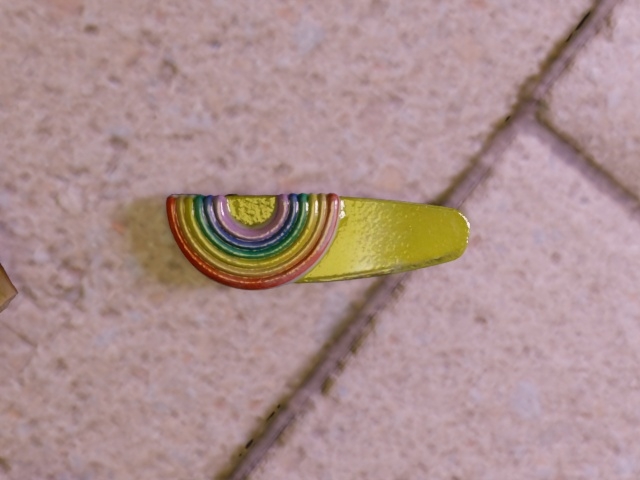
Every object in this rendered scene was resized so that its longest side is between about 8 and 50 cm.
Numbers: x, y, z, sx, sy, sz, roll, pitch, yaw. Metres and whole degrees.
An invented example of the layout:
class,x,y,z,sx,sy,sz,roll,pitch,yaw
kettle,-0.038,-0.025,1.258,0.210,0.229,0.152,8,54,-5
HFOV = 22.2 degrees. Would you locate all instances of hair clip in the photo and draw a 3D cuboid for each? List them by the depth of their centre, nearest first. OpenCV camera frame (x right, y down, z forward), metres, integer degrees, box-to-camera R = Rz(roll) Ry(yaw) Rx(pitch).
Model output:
class,x,y,z,sx,sy,sz,roll,pitch,yaw
hair clip,0.000,0.000,1.002,0.188,0.033,0.060,-1,97,-6

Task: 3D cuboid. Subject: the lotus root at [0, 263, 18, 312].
class,x,y,z,sx,sy,sz,roll,pitch,yaw
lotus root,-0.343,-0.020,0.869,0.250,0.250,0.346,-36,94,-2
